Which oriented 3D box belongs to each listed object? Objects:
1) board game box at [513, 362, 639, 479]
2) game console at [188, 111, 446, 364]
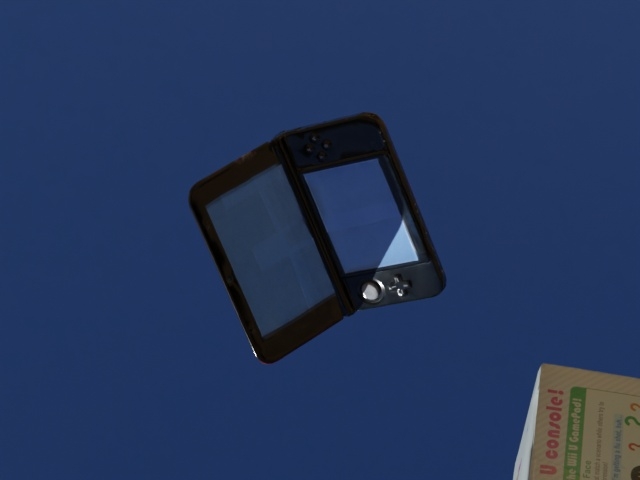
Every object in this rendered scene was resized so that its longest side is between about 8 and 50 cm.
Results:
[{"bbox_3d":[0.239,0.191,0.922,0.303,0.097,0.224,11,-138,4],"label":"board game box"},{"bbox_3d":[0.000,0.000,1.313,0.124,0.144,0.085,-11,-158,31],"label":"game console"}]
